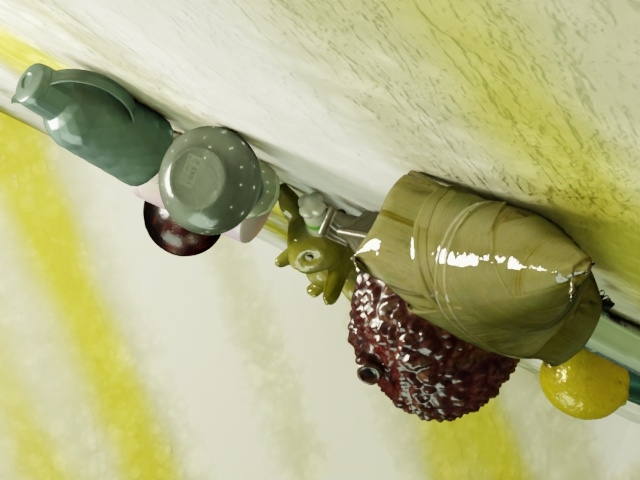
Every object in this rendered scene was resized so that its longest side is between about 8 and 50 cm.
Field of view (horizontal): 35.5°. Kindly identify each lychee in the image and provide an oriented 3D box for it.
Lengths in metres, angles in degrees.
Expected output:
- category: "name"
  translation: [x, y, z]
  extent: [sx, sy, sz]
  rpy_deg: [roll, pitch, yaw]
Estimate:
- category: "lychee"
  translation: [0.185, 0.130, 1.559]
  extent: [0.306, 0.330, 0.306]
  rpy_deg: [49, 154, 33]

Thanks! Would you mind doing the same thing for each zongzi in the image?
- category: "zongzi"
  translation: [0.312, 0.081, 1.260]
  extent: [0.447, 0.181, 0.418]
  rpy_deg: [26, 175, -30]

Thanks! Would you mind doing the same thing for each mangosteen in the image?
- category: "mangosteen"
  translation: [-0.330, -0.078, 2.587]
  extent: [0.265, 0.228, 0.228]
  rpy_deg: [-22, 152, 23]

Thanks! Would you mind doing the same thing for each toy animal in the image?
- category: "toy animal"
  translation: [-0.006, 0.019, 2.046]
  extent: [0.181, 0.180, 0.363]
  rpy_deg: [27, 175, 38]

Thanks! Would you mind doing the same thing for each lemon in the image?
- category: "lemon"
  translation: [0.574, 0.298, 2.170]
  extent: [0.193, 0.181, 0.180]
  rpy_deg: [1, 173, 4]

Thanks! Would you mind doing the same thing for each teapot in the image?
- category: "teapot"
  translation: [-0.164, -0.098, 1.743]
  extent: [0.183, 0.184, 0.251]
  rpy_deg: [24, -175, 17]

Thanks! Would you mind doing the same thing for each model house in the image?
- category: "model house"
  translation: [0.096, 0.013, 1.825]
  extent: [0.188, 0.122, 0.229]
  rpy_deg: [30, 174, -39]

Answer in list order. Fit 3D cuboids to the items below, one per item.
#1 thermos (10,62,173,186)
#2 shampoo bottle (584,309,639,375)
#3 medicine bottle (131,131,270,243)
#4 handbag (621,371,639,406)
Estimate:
- category: "thermos"
  translation: [-0.395, -0.218, 1.772]
  extent: [0.182, 0.145, 0.286]
  rpy_deg: [-16, 149, 33]
- category: "shampoo bottle"
  translation: [0.527, 0.182, 1.741]
  extent: [0.359, 0.078, 0.134]
  rpy_deg: [26, 178, -11]
- category: "medicine bottle"
  translation: [-0.229, -0.107, 1.971]
  extent: [0.254, 0.152, 0.152]
  rpy_deg: [24, 175, 15]
- category: "handbag"
  translation: [0.734, 0.360, 2.412]
  extent: [0.274, 0.100, 0.269]
  rpy_deg: [24, 174, 16]
